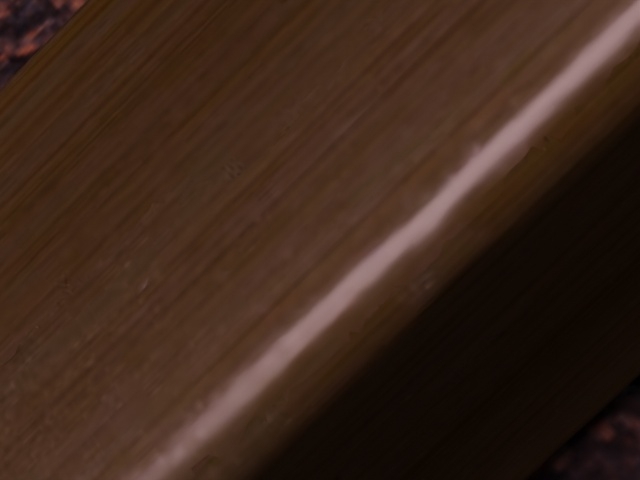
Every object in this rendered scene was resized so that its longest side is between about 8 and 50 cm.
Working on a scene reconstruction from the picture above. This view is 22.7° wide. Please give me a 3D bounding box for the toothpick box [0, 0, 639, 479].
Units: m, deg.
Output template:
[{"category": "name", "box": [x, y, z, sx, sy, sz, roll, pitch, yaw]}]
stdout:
[{"category": "toothpick box", "box": [0.000, 0.000, 0.467, 0.308, 0.187, 0.190, -43, 59, 6]}]
